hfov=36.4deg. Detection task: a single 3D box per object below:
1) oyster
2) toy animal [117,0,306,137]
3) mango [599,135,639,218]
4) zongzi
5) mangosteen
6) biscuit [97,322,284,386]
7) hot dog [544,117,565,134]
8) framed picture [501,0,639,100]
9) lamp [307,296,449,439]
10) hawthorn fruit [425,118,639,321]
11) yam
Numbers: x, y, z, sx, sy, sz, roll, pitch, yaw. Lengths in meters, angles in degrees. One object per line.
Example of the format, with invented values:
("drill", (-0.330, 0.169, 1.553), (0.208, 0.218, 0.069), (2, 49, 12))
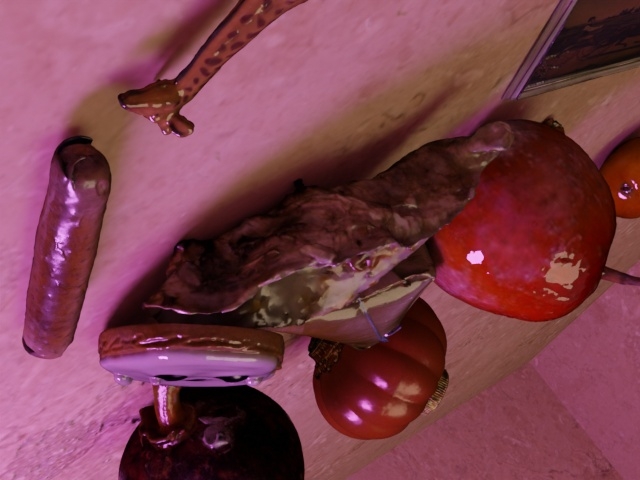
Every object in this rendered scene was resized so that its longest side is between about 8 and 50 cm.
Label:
("oyster", (0.006, 0.005, 0.960), (0.396, 0.111, 0.204), (-24, 163, -22))
("toy animal", (-0.027, -0.166, 0.566), (0.149, 0.054, 0.275), (-19, 156, -37))
("mango", (0.541, -0.104, 1.661), (0.151, 0.120, 0.221), (-40, 169, 5))
("zongzi", (-0.003, 0.089, 1.153), (0.256, 0.115, 0.228), (-23, 160, -18))
("mangosteen", (-0.146, 0.259, 1.182), (0.236, 0.235, 0.261), (-34, 123, -10))
("biscuit", (-0.121, 0.114, 0.931), (0.181, 0.049, 0.208), (1, 169, -7))
("hot dog", (0.297, -0.123, 1.305), (0.049, 0.037, 0.122), (-20, 153, -14))
("framed picture", (0.334, -0.236, 1.057), (0.252, 0.014, 0.197), (-17, 155, -24))
("lamp", (0.081, 0.173, 1.372), (0.223, 0.197, 0.223), (-57, -167, 21))
("hawthorn fruit", (0.231, -0.005, 1.150), (0.231, 0.262, 0.235), (-18, 176, -24))
("yam", (-0.190, 0.015, 0.718), (0.046, 0.046, 0.264), (-25, 160, -33))
